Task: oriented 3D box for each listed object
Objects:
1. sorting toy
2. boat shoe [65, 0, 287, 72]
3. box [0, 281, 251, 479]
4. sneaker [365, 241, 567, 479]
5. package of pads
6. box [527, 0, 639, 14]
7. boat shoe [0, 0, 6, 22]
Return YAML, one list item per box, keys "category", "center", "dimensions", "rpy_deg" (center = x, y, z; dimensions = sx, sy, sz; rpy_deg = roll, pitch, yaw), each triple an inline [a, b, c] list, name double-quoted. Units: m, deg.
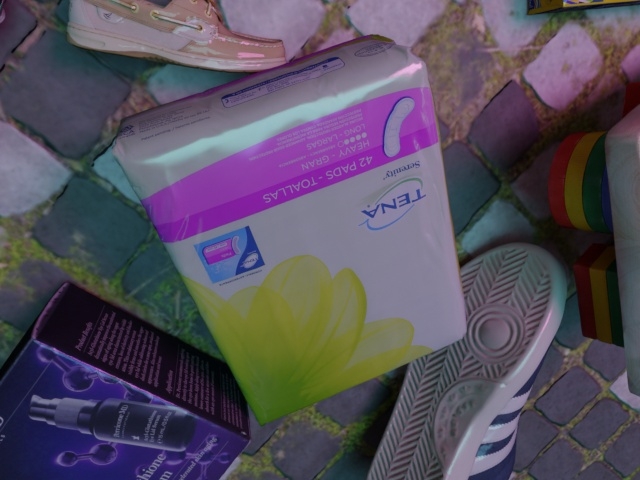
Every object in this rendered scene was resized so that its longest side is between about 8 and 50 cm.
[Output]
- category: "sorting toy"
  center: [0.321, -0.032, 0.477]
  dimensions: [0.257, 0.089, 0.255]
  rpy_deg: [-34, 117, -28]
- category: "boat shoe"
  center: [-0.108, -0.169, 0.385]
  dimensions: [0.170, 0.063, 0.059]
  rpy_deg: [4, 113, -14]
- category: "box"
  center: [-0.192, 0.164, 0.455]
  dimensions: [0.207, 0.108, 0.153]
  rpy_deg: [34, 99, -21]
- category: "sneaker"
  center: [0.175, 0.173, 0.550]
  dimensions: [0.148, 0.131, 0.349]
  rpy_deg: [22, 97, -41]
- category: "package of pads"
  center: [0.000, 0.000, 0.430]
  dimensions: [0.229, 0.101, 0.296]
  rpy_deg: [-21, 123, -5]
- category: "box"
  center: [0.282, -0.248, 0.455]
  dimensions: [0.169, 0.054, 0.059]
  rpy_deg: [-10, 111, -11]
- category: "boat shoe"
  center: [-0.262, -0.169, 0.338]
  dimensions: [0.079, 0.084, 0.232]
  rpy_deg: [-3, 106, -12]
